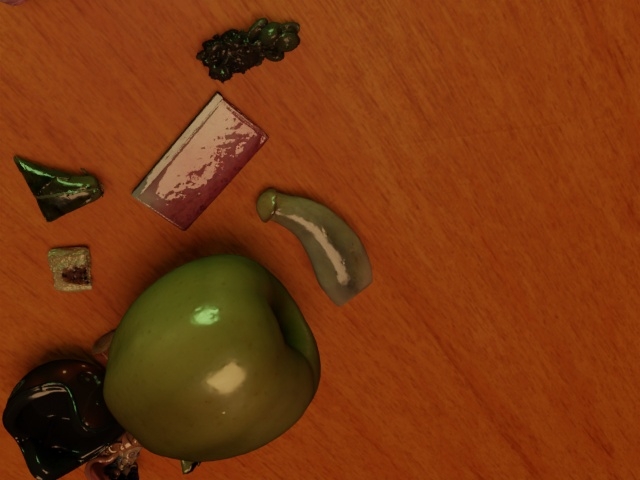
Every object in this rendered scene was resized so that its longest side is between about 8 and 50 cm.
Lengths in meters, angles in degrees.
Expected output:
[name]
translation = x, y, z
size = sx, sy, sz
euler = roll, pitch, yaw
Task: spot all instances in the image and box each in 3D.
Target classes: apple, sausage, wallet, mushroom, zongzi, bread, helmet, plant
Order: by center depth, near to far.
[plant]
translation = -0.109, -0.304, 1.036
size = 0.174, 0.085, 0.087
euler = -20, 158, -6
[zongzi]
translation = -0.427, -0.104, 1.083
size = 0.109, 0.055, 0.119
euler = -24, 108, -2
[wallet]
translation = -0.205, -0.129, 1.129
size = 0.119, 0.025, 0.232
euler = 38, 103, -25
[apple]
translation = -0.181, 0.203, 1.132
size = 0.357, 0.357, 0.357
euler = -5, 117, -10
[bread]
translation = -0.442, 0.052, 1.165
size = 0.070, 0.035, 0.083
euler = -1, 119, -10
[helmet]
translation = -0.462, 0.317, 1.203
size = 0.216, 0.193, 0.189
euler = 33, 115, -29
[mushroom]
translation = 0.000, 0.000, 1.204
size = 0.118, 0.103, 0.270
euler = -38, 108, 3
[sausage]
translation = -0.364, 0.252, 1.267
size = 0.065, 0.065, 0.169
euler = -31, 119, 4

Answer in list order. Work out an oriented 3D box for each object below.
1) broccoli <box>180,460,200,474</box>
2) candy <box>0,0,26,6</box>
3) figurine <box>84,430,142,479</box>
[broccoli]
translation = -0.263, 0.370, 1.290
size = 0.154, 0.167, 0.160
euler = -18, 76, -3
[candy]
translation = -0.341, -0.442, 0.895
size = 0.265, 0.116, 0.156
euler = -24, 116, -2
[figurine]
translation = -0.409, 0.438, 1.336
size = 0.114, 0.126, 0.157
euler = 11, 90, 26
